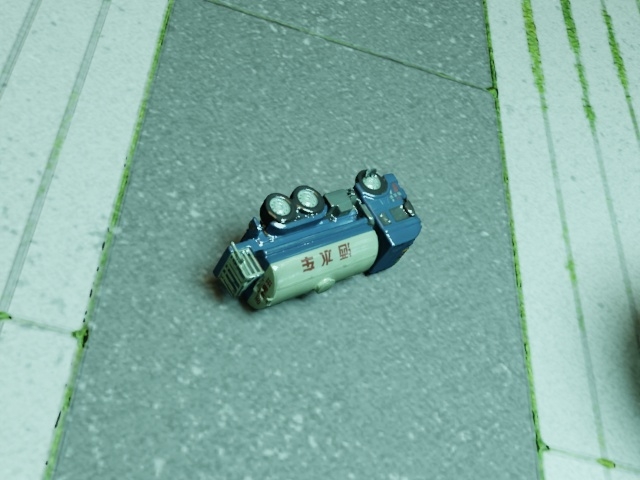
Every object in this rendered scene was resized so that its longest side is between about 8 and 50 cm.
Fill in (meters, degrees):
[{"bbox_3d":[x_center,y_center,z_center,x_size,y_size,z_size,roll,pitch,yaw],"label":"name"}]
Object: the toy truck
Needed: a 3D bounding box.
[{"bbox_3d":[0.000,0.000,0.910,0.201,0.074,0.088,-18,64,-36],"label":"toy truck"}]
